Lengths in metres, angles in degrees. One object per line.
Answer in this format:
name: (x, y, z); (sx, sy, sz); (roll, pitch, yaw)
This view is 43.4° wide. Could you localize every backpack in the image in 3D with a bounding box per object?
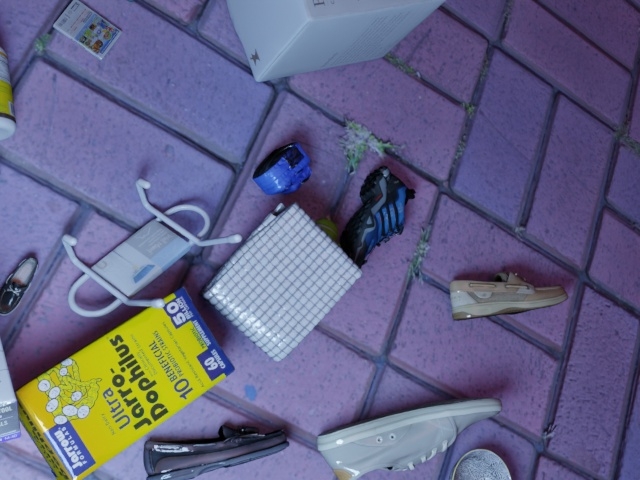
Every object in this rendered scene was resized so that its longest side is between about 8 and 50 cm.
backpack: (-0.087, -0.155, 1.843); (0.101, 0.098, 0.120); (51, 60, -10)

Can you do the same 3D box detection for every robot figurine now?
robot figurine: (0.000, 0.000, 1.861); (0.101, 0.067, 0.115); (34, 63, -20)

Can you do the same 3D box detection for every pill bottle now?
pill bottle: (-0.670, -0.308, 1.577); (0.117, 0.117, 0.215); (-6, 79, -28)

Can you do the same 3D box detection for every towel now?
towel: (-0.087, 0.085, 1.740); (0.235, 0.121, 0.284); (44, 79, -8)

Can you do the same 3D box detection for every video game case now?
video game case: (-0.510, -0.463, 1.762); (0.122, 0.011, 0.087); (35, 63, -14)

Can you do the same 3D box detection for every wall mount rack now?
wall mount rack: (-0.330, 0.024, 1.587); (0.304, 0.130, 0.350); (31, 57, 26)

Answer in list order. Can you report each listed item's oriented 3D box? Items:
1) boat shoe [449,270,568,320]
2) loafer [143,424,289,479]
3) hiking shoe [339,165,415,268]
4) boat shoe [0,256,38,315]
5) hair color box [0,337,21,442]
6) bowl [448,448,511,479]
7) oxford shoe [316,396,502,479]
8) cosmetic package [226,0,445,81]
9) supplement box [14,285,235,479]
boat shoe: (0.482, 0.130, 2.039); (0.341, 0.121, 0.110); (-4, 79, -26)
loafer: (-0.208, 0.415, 1.623); (0.302, 0.109, 0.095); (-10, 77, -26)
hiking shoe: (0.141, -0.035, 1.915); (0.132, 0.113, 0.304); (31, 64, -15)
boat shoe: (-0.586, 0.087, 1.556); (0.046, 0.038, 0.125); (35, 63, -14)
hair color box: (-0.636, 0.198, 1.359); (0.185, 0.110, 0.339); (-11, 44, -25)
bowl: (0.355, 0.574, 1.876); (0.170, 0.080, 0.170); (8, 73, -26)
oxford shoe: (0.208, 0.439, 1.793); (0.449, 0.169, 0.130); (-11, 78, -22)
cosmetic package: (0.016, -0.612, 1.889); (0.393, 0.327, 0.330); (-18, 85, -29)
supplement box: (-0.378, 0.271, 1.522); (0.356, 0.195, 0.194); (-34, 92, -29)
